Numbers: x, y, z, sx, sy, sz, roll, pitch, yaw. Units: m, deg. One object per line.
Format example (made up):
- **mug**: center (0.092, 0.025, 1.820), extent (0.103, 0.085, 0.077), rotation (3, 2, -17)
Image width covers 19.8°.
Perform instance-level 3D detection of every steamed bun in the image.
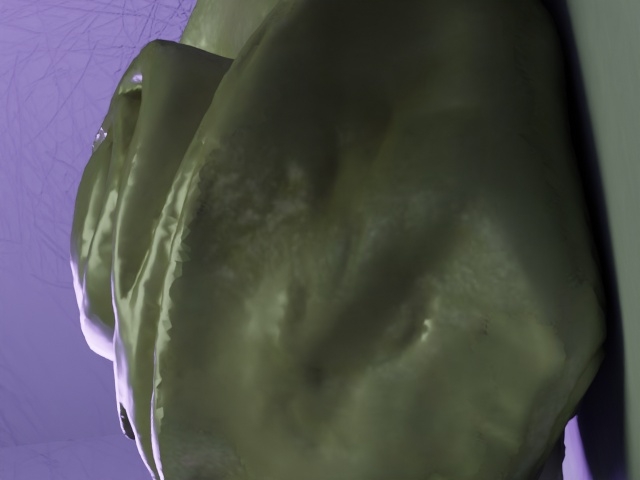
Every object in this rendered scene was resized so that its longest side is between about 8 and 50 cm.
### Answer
- **steamed bun**: center (0.000, 0.000, 0.936), extent (0.342, 0.255, 0.368), rotation (85, 178, -48)
